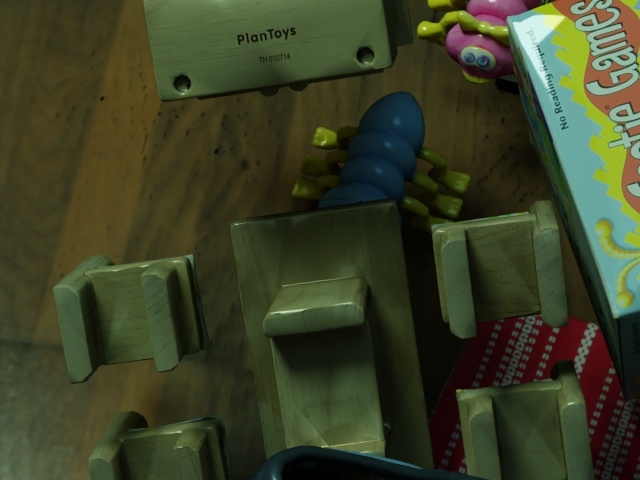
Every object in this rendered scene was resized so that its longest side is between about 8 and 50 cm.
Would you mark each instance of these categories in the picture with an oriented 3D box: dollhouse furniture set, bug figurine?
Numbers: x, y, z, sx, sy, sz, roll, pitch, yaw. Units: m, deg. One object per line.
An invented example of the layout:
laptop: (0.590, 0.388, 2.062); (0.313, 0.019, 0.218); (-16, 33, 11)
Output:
dollhouse furniture set: (0.000, 0.000, 0.794); (0.212, 0.161, 0.242); (-8, 99, 6)
bug figurine: (0.133, -0.053, 0.882); (0.279, 0.072, 0.216); (14, 68, 8)

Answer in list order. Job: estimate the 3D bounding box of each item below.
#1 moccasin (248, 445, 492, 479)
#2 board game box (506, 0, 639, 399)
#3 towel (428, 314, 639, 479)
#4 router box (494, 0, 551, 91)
moccasin: (0.124, 0.161, 0.671); (0.341, 0.117, 0.138); (8, 39, -4)
board game box: (0.236, -0.053, 0.743); (0.275, 0.142, 0.144); (-19, 70, 5)
towel: (0.172, 0.140, 0.800); (0.274, 0.031, 0.199); (20, 55, 12)
router box: (0.157, -0.130, 0.988); (0.092, 0.038, 0.122); (15, 55, 9)
